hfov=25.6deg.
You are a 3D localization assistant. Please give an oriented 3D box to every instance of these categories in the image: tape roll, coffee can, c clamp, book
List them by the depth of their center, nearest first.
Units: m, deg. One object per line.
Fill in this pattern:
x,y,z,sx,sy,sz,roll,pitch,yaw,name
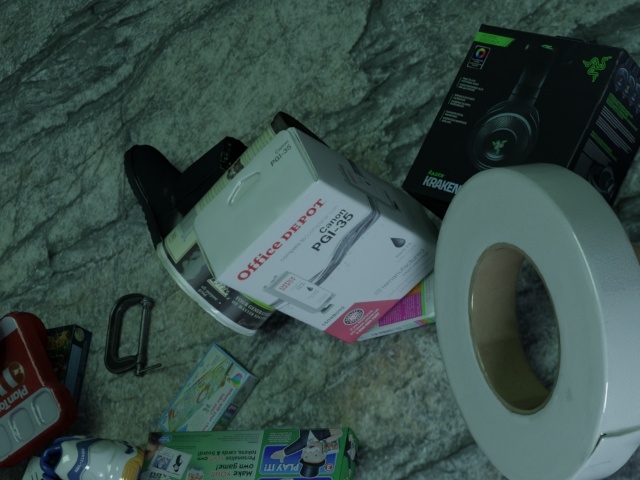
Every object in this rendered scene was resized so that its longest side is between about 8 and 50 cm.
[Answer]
0.255,0.102,1.673,0.392,0.072,0.392,172,90,-66,tape roll
0.109,0.082,1.993,0.144,0.035,0.096,-16,58,35,book
-0.079,-0.024,2.087,0.275,0.201,0.201,-47,46,10,coffee can
-0.303,0.154,2.303,0.137,0.022,0.161,-24,55,34,c clamp

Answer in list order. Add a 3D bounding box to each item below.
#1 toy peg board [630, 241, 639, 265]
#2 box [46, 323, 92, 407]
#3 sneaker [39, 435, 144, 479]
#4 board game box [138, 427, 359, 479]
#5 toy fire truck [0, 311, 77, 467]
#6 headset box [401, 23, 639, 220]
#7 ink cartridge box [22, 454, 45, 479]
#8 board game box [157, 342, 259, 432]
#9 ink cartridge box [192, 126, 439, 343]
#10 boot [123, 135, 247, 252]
0.383,0.098,1.680,0.079,0.161,0.161,-36,46,42,toy peg board
-0.499,0.237,2.398,0.233,0.044,0.159,-12,60,34,box
-0.353,0.331,2.091,0.296,0.131,0.112,143,144,-66,sneaker
-0.114,0.365,1.940,0.317,0.046,0.214,-4,55,23,board game box
-0.553,0.262,2.300,0.302,0.169,0.254,-36,68,20,toy fire truck
0.289,-0.142,1.898,0.246,0.131,0.283,20,80,43,headset box
-0.454,0.453,2.240,0.097,0.046,0.207,7,72,43,ink cartridge box
-0.171,0.245,2.135,0.103,0.026,0.154,36,91,45,board game box
0.000,0.000,1.908,0.207,0.283,0.117,-44,46,19,ink cartridge box
-0.205,-0.107,2.309,0.207,0.094,0.246,-38,55,22,boot
